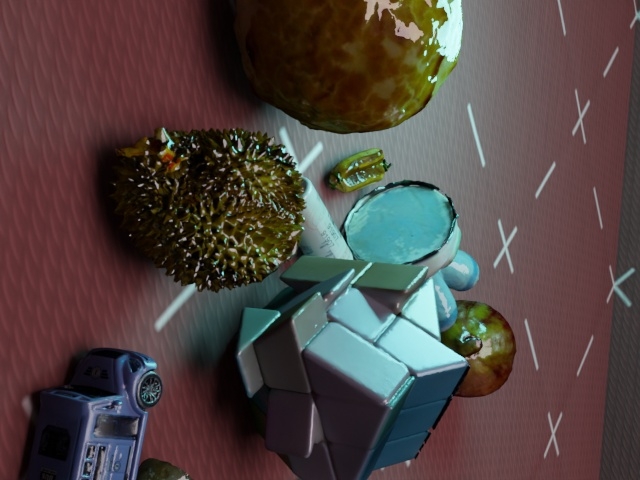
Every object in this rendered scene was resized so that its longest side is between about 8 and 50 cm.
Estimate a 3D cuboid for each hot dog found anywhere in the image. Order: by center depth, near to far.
[{"bbox_3d":[0.076,-0.140,1.911,0.188,0.055,0.072,-23,114,-54],"label":"hot dog"}]

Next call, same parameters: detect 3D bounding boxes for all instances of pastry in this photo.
[{"bbox_3d":[0.047,-0.347,1.569,0.388,0.388,0.313,60,8,-39],"label":"pastry"}]

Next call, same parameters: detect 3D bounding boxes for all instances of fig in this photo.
[{"bbox_3d":[0.333,0.242,2.189,0.263,0.224,0.224,34,64,-48],"label":"fig"}]

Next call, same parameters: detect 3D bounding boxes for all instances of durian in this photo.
[{"bbox_3d":[-0.165,-0.052,1.415,0.293,0.258,0.258,0,92,-46],"label":"durian"}]

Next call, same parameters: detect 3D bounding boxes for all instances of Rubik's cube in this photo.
[{"bbox_3d":[0.028,0.220,1.608,0.358,0.368,0.387,-40,158,-48],"label":"Rubik's cube"}]

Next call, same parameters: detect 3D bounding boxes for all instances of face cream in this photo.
[{"bbox_3d":[0.000,0.000,1.784,0.269,0.082,0.082,58,47,-39],"label":"face cream"}]

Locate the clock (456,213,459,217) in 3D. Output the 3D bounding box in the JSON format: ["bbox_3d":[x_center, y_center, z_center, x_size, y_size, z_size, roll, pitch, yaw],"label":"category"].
[{"bbox_3d":[0.278,-0.035,2.231,0.135,0.041,0.101,-6,97,-56],"label":"clock"}]

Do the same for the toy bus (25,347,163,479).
[{"bbox_3d":[-0.316,0.288,1.292,0.133,0.125,0.292,21,76,-54],"label":"toy bus"}]

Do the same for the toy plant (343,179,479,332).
[{"bbox_3d":[0.201,0.066,1.988,0.247,0.247,0.332,-62,145,-33],"label":"toy plant"}]

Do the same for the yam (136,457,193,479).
[{"bbox_3d":[-0.265,0.424,1.393,0.194,0.107,0.107,-58,136,-35],"label":"yam"}]
